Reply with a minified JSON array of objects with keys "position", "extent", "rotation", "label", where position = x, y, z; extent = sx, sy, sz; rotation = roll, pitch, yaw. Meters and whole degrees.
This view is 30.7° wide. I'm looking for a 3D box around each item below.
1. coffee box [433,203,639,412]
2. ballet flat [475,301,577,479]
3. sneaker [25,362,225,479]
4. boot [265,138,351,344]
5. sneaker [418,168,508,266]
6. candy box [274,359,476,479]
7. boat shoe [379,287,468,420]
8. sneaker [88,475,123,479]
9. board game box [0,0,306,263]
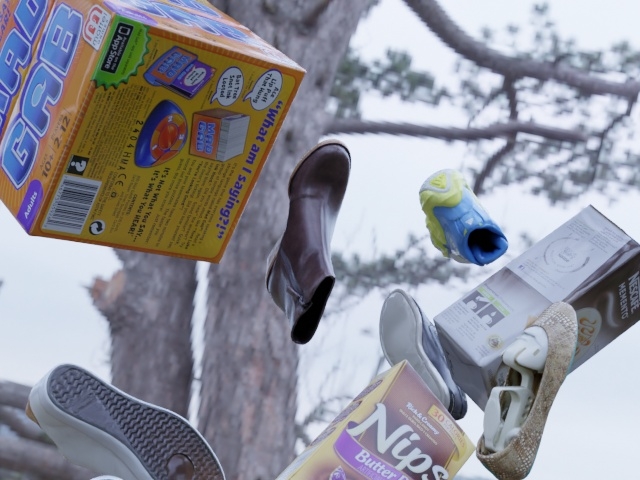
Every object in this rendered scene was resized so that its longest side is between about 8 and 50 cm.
[{"position":[0.271,0.090,1.407],"extent":[0.098,0.246,0.141],"rotation":[46,-14,39],"label":"coffee box"},{"position":[0.218,0.155,1.242],"extent":[0.067,0.206,0.073],"rotation":[26,-15,-30],"label":"ballet flat"},{"position":[-0.258,0.271,1.543],"extent":[0.290,0.106,0.123],"rotation":[39,-43,-12],"label":"sneaker"},{"position":[0.000,0.000,1.643],"extent":[0.090,0.248,0.207],"rotation":[16,23,-22],"label":"boot"},{"position":[0.204,0.003,1.584],"extent":[0.126,0.091,0.240],"rotation":[58,7,32],"label":"sneaker"},{"position":[0.046,0.203,1.027],"extent":[0.109,0.187,0.053],"rotation":[51,-42,-2],"label":"candy box"},{"position":[0.136,0.153,1.533],"extent":[0.065,0.206,0.075],"rotation":[18,-53,-38],"label":"boat shoe"},{"position":[-0.263,0.317,1.096],"extent":[0.086,0.226,0.163],"rotation":[50,-13,-4],"label":"sneaker"},{"position":[-0.315,-0.219,1.865],"extent":[0.356,0.356,0.356],"rotation":[11,22,-42],"label":"board game box"}]
